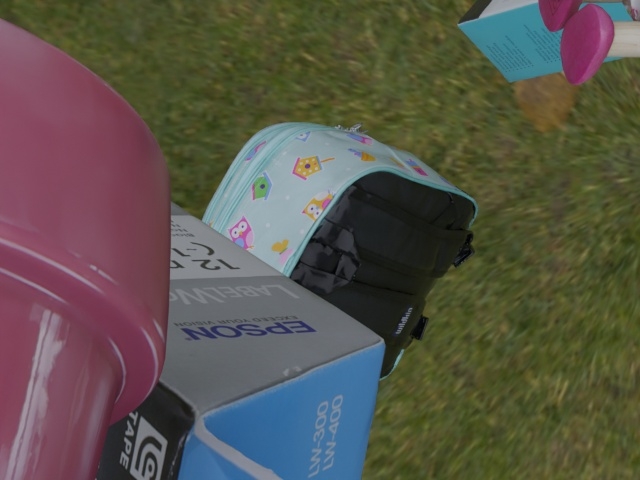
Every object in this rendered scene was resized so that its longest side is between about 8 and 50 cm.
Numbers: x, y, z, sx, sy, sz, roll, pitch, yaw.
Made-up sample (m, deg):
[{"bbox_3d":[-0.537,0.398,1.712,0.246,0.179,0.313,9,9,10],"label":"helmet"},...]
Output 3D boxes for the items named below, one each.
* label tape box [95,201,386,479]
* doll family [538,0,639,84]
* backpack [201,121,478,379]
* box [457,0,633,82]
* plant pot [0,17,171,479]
[{"bbox_3d":[-0.068,0.134,0.623,0.347,0.115,0.249,30,115,51],"label":"label tape box"},{"bbox_3d":[0.156,-0.167,0.646,0.163,0.118,0.263,-2,50,-17],"label":"doll family"},{"bbox_3d":[0.000,0.000,1.145,0.144,0.188,0.166,36,101,24],"label":"backpack"},{"bbox_3d":[0.192,-0.166,1.053,0.060,0.244,0.100,46,71,-17],"label":"box"},{"bbox_3d":[-0.136,0.060,0.376,0.201,0.201,0.180,-6,65,12],"label":"plant pot"}]
